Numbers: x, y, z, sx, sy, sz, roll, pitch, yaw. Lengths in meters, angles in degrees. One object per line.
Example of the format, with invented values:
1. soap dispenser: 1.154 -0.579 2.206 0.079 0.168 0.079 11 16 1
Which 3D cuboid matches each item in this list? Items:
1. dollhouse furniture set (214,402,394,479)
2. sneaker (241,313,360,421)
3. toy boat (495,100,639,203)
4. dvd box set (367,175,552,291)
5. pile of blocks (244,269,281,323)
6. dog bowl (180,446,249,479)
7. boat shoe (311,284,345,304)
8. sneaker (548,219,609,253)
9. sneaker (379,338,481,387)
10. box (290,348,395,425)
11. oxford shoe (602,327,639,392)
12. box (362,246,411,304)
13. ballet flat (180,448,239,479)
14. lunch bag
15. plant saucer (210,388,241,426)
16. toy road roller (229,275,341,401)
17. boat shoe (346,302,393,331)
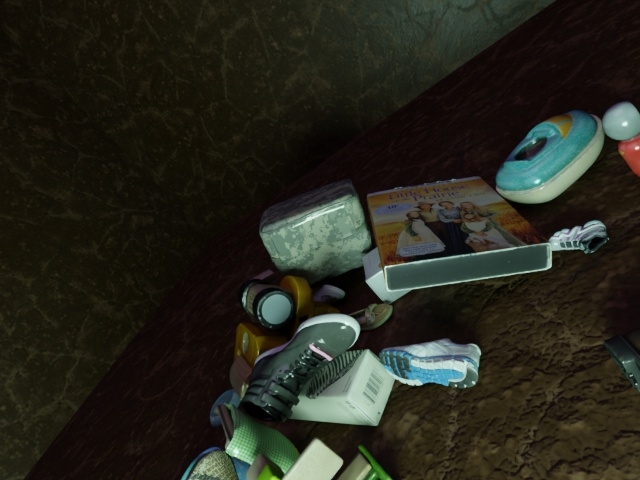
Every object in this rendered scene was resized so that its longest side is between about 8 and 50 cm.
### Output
1. dollhouse furniture set: -0.041 0.348 0.762 0.151 0.197 0.301 -47 19 -11
2. sneaker: -0.039 0.252 0.842 0.296 0.104 0.147 -38 22 33
3. toy boat: 0.525 -0.197 0.928 0.267 0.148 0.318 -46 18 -12
4. dvd box set: 0.273 -0.036 1.005 0.308 0.062 0.420 -8 24 6
5. pile of blocks: -0.156 0.195 1.386 0.113 0.149 0.362 -28 -12 -19
6. dog bowl: -0.259 0.565 0.909 0.166 0.074 0.297 -26 24 39
7. boat shoe: 0.002 0.171 1.294 0.184 0.066 0.063 -13 48 52
8. sneaker: 0.455 0.005 0.788 0.098 0.038 0.069 -31 21 32
9. sneaker: 0.198 0.211 0.803 0.191 0.071 0.083 -4 28 38
10. box: 0.012 0.302 0.921 0.275 0.094 0.113 -21 28 46
11. oxford shoe: 0.406 0.160 0.473 0.096 0.083 0.227 -32 21 16
12. box: 0.200 0.055 1.104 0.170 0.091 0.130 -36 20 16
13. ballet flat: -0.173 0.553 0.593 0.182 0.164 0.482 5 62 32
14. lunch bag: 0.000 0.000 1.283 0.305 0.256 0.212 -21 23 7
15. plant saucer: -0.269 0.461 1.246 0.119 0.021 0.119 -36 19 15
16. toy road roller: -0.086 0.255 1.144 0.202 0.241 0.329 -171 90 -66
17. boat shoe: 0.103 0.185 1.074 0.153 0.048 0.056 -29 22 34
